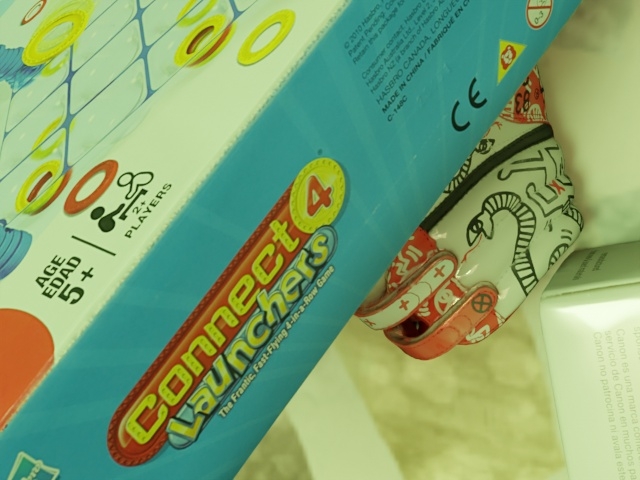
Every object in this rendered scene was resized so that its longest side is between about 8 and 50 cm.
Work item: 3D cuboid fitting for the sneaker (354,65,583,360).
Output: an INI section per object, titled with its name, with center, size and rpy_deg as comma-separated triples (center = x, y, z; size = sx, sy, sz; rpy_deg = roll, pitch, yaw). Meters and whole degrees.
[sneaker]
center = 0.001, 0.000, 0.640
size = 0.090, 0.270, 0.145
rpy_deg = -6, 110, 60

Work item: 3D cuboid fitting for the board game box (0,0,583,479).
[board game box]
center = -0.094, -0.063, 0.531
size = 0.302, 0.086, 0.308
rpy_deg = 20, 66, 41

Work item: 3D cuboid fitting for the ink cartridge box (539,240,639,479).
[ink cartridge box]
center = 0.254, 0.092, 0.633
size = 0.283, 0.117, 0.207
rpy_deg = -9, 98, 18
